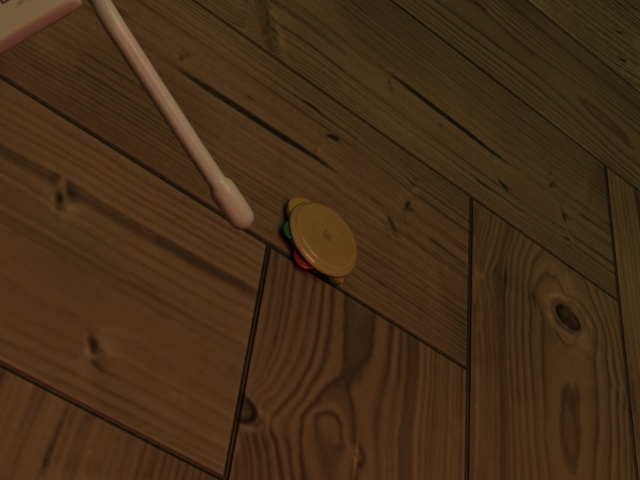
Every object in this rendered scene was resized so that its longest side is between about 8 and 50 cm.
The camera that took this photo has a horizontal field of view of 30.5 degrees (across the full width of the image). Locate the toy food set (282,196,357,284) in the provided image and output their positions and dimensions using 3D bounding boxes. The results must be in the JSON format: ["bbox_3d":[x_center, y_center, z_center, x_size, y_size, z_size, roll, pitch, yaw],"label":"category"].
[{"bbox_3d":[0.000,0.000,1.096,0.083,0.020,0.083,33,41,-24],"label":"toy food set"}]

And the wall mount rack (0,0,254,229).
[{"bbox_3d":[-0.217,-0.098,0.774,0.304,0.350,0.130,61,3,15],"label":"wall mount rack"}]
